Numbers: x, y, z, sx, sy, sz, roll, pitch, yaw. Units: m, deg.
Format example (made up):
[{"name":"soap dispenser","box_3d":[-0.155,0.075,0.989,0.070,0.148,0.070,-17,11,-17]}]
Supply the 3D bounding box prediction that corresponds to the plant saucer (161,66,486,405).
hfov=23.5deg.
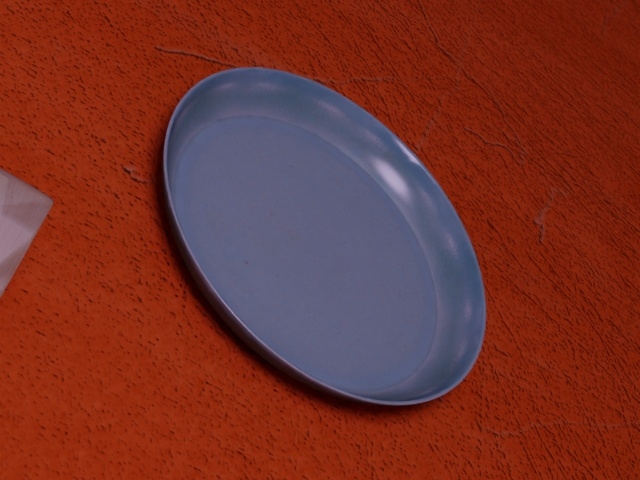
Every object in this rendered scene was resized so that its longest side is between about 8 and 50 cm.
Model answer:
[{"name":"plant saucer","box_3d":[0.000,0.000,1.241,0.318,0.044,0.317,25,43,-26]}]

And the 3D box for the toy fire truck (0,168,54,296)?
[{"name":"toy fire truck","box_3d":[-0.265,0.028,0.892,0.217,0.158,0.246,50,14,-19]}]
